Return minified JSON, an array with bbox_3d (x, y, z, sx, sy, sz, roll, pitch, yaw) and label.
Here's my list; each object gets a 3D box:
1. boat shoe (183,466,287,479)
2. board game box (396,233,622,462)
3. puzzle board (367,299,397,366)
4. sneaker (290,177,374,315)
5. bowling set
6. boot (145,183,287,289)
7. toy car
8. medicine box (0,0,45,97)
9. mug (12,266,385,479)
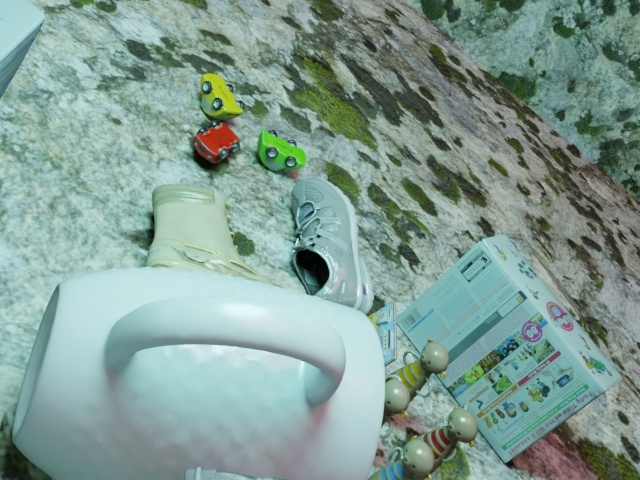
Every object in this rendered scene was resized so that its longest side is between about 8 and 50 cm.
[{"bbox_3d":[-0.101,0.365,0.767,0.103,0.320,0.118,11,0,-1],"label":"boat shoe"},{"bbox_3d":[0.305,0.177,1.431,0.097,0.224,0.303,-10,59,-54],"label":"board game box"},{"bbox_3d":[0.079,0.157,1.327,0.011,0.096,0.128,38,31,-24],"label":"puzzle board"},{"bbox_3d":[0.000,0.000,1.421,0.115,0.105,0.281,12,43,-39],"label":"sneaker"},{"bbox_3d":[0.112,0.276,1.169,0.200,0.154,0.287,10,44,-41],"label":"bowling set"},{"bbox_3d":[-0.132,0.028,1.263,0.262,0.095,0.203,20,37,-24],"label":"boot"},{"bbox_3d":[-0.130,-0.179,1.545,0.225,0.053,0.239,26,36,-25],"label":"toy car"},{"bbox_3d":[-0.459,-0.130,0.910,0.149,0.289,0.263,35,33,-16],"label":"medicine box"},{"bbox_3d":[-0.119,0.146,0.879,0.328,0.374,0.276,17,60,-20],"label":"mug"}]
